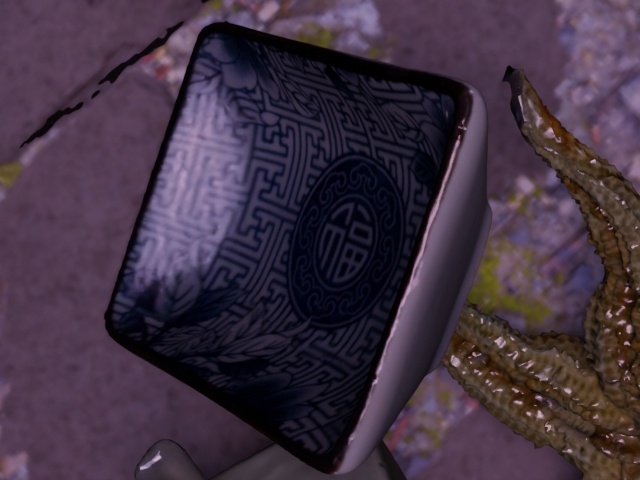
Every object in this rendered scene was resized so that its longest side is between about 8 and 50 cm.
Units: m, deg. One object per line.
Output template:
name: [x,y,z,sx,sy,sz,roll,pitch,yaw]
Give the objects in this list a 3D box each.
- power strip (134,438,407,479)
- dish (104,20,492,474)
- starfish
power strip: [-0.007,0.175,0.760,0.140,0.139,0.224,-28,119,4]
dish: [0.000,0.000,0.789,0.080,0.243,0.182,17,94,-36]
starfish: [0.146,0.113,0.781,0.078,0.358,0.347,-22,55,-33]
